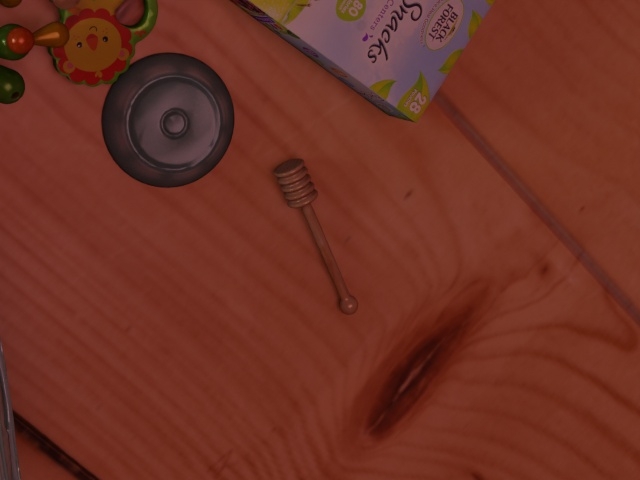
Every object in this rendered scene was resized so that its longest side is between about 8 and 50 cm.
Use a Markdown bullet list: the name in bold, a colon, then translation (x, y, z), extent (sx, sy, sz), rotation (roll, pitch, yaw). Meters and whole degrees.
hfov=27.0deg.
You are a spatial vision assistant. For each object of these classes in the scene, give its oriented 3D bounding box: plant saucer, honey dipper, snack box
- **plant saucer**: translation (-0.129, -0.103, 1.160), extent (0.119, 0.021, 0.119), rotation (-5, 104, -19)
- **honey dipper**: translation (0.000, 0.000, 1.231), extent (0.030, 0.030, 0.160), rotation (-29, 115, -13)
- **snack box**: translation (0.044, -0.232, 1.170), extent (0.207, 0.070, 0.174), rotation (32, 89, -25)

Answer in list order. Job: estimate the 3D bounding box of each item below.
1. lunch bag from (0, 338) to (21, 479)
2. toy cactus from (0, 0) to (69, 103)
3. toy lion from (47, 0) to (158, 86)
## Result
- **lunch bag**: translation (-0.294, 0.137, 1.041), extent (0.108, 0.224, 0.279), rotation (-12, 105, -17)
- **toy cactus**: translation (-0.312, -0.164, 1.044), extent (0.180, 0.112, 0.219), rotation (41, 95, -13)
- **toy lion**: translation (-0.183, -0.180, 1.120), extent (0.100, 0.034, 0.096), rotation (-22, 116, -15)
